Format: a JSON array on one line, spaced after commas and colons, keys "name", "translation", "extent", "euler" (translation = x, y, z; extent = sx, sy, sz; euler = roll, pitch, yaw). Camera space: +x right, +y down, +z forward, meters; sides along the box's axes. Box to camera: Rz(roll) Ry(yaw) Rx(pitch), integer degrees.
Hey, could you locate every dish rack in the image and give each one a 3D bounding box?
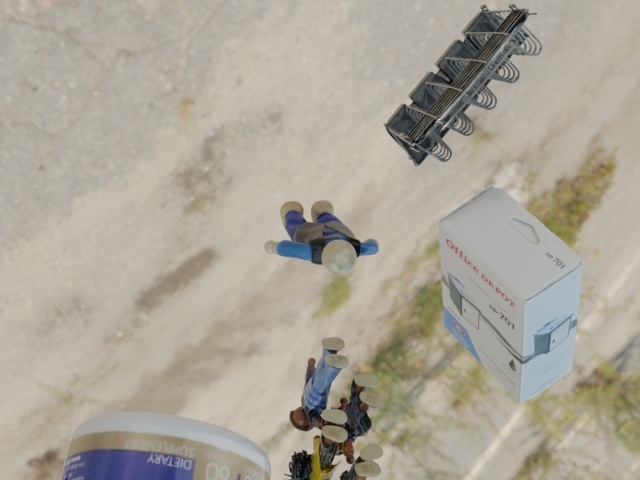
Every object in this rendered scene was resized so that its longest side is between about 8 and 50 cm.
[{"name": "dish rack", "translation": [0.163, -0.173, 1.261], "extent": [0.208, 0.074, 0.271], "euler": [-51, -171, 6]}]

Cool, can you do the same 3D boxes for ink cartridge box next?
[{"name": "ink cartridge box", "translation": [0.198, 0.059, 1.189], "extent": [0.082, 0.139, 0.190], "euler": [-32, 143, -16]}]

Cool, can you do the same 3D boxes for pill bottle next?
[{"name": "pill bottle", "translation": [-0.126, 0.266, 0.782], "extent": [0.153, 0.153, 0.264], "euler": [74, 21, -61]}]

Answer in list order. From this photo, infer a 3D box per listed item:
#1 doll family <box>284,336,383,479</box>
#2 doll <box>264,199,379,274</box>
[{"name": "doll family", "translation": [0.009, 0.181, 1.035], "extent": [0.193, 0.076, 0.111], "euler": [-82, -173, -50]}, {"name": "doll", "translation": [0.000, 0.000, 1.258], "extent": [0.129, 0.189, 0.046], "euler": [-2, 107, -14]}]
